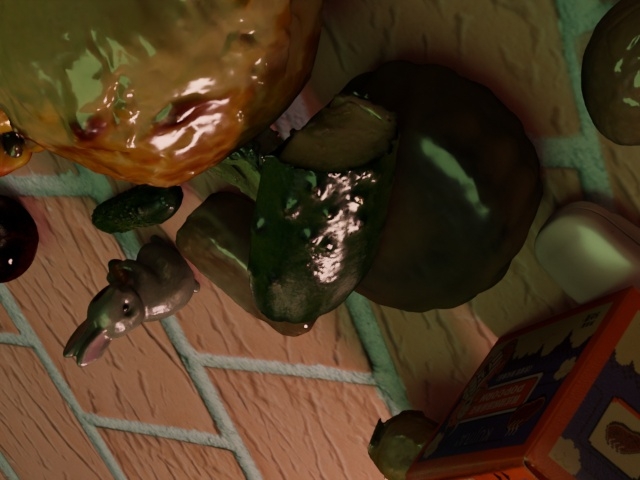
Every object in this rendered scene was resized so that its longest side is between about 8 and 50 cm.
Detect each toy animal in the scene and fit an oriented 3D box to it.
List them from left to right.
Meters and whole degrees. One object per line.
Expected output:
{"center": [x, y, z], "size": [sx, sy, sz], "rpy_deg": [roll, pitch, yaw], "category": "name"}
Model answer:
{"center": [-0.285, 0.093, 1.622], "size": [0.138, 0.236, 0.108], "rpy_deg": [29, 129, 6], "category": "toy animal"}

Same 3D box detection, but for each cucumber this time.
{"center": [-0.281, -0.046, 1.614], "size": [0.227, 0.069, 0.069], "rpy_deg": [-14, 118, 46], "category": "cucumber"}
{"center": [0.000, 0.002, 1.172], "size": [0.105, 0.145, 0.325], "rpy_deg": [36, 143, 18], "category": "cucumber"}

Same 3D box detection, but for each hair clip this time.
{"center": [-0.135, -0.136, 1.369], "size": [0.321, 0.091, 0.138], "rpy_deg": [28, 162, 50], "category": "hair clip"}

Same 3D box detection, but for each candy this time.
{"center": [-0.091, 0.033, 1.519], "size": [0.234, 0.104, 0.102], "rpy_deg": [44, 138, -8], "category": "candy"}

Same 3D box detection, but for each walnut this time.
{"center": [0.320, -0.163, 1.025], "size": [0.140, 0.140, 0.162], "rpy_deg": [14, 124, 25], "category": "walnut"}

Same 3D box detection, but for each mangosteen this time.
{"center": [-0.541, -0.004, 1.791], "size": [0.152, 0.152, 0.152], "rpy_deg": [19, 136, 20], "category": "mangosteen"}

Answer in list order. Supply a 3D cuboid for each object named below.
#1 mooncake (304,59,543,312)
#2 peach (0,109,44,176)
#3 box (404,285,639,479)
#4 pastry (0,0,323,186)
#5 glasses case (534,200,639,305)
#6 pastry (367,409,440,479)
{"center": [0.111, -0.067, 1.242], "size": [0.290, 0.161, 0.290], "rpy_deg": [20, 135, 21], "category": "mooncake"}
{"center": [-0.461, -0.229, 1.445], "size": [0.281, 0.238, 0.281], "rpy_deg": [59, 174, 10], "category": "peach"}
{"center": [0.333, 0.277, 1.266], "size": [0.318, 0.257, 0.348], "rpy_deg": [39, 158, -5], "category": "box"}
{"center": [-0.173, -0.228, 1.125], "size": [0.388, 0.388, 0.313], "rpy_deg": [1, 129, 34], "category": "pastry"}
{"center": [0.380, 0.067, 1.241], "size": [0.297, 0.075, 0.113], "rpy_deg": [39, 141, -1], "category": "glasses case"}
{"center": [0.186, 0.341, 1.528], "size": [0.235, 0.121, 0.257], "rpy_deg": [30, 177, 34], "category": "pastry"}
